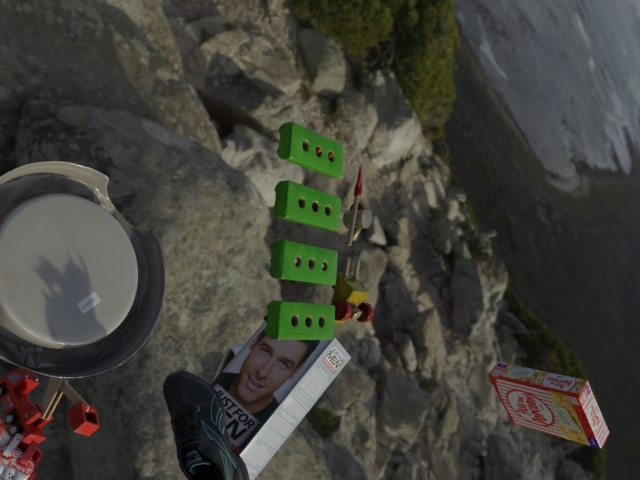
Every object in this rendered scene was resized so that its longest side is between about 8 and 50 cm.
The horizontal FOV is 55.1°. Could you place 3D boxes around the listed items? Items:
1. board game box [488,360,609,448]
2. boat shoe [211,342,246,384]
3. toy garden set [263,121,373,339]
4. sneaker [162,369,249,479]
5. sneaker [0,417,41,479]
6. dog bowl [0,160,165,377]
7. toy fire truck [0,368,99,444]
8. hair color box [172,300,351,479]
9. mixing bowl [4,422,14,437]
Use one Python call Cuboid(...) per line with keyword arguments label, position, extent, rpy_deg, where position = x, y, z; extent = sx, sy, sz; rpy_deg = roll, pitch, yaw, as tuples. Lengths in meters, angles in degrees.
Cuboid(label="board game box", position=(0.444, 0.318, 1.200), extent=(0.045, 0.193, 0.147), rpy_deg=(-45, 117, -29))
Cuboid(label="boat shoe", position=(-0.282, 0.437, 1.658), extent=(0.156, 0.367, 0.136), rpy_deg=(10, 25, -46))
Cuboid(label="toy garden set", position=(0.000, 0.000, 0.772), extent=(0.204, 0.049, 0.244), rpy_deg=(13, 79, -54))
Cuboid(label="sneaker", position=(-0.215, 0.354, 1.106), extent=(0.267, 0.101, 0.106), rpy_deg=(57, 8, 17))
Cuboid(label="sneaker", position=(-0.497, 0.283, 0.919), extent=(0.090, 0.145, 0.270), rpy_deg=(-147, -119, -78))
Cuboid(label="dog bowl", position=(-0.425, 0.052, 1.002), extent=(0.348, 0.102, 0.349), rpy_deg=(19, 65, -47))
Cuboid(label="toy fire truck", position=(-0.490, 0.290, 1.091), extent=(0.192, 0.135, 0.047), rpy_deg=(49, -5, 30))
Cuboid(label="hair color box", position=(-0.127, 0.339, 1.365), extent=(0.374, 0.185, 0.113), rpy_deg=(-49, 139, -14))
Cuboid(label="mixing bowl", position=(-0.634, 0.430, 1.165), extent=(0.098, 0.181, 0.181), rpy_deg=(15, 59, -31))
